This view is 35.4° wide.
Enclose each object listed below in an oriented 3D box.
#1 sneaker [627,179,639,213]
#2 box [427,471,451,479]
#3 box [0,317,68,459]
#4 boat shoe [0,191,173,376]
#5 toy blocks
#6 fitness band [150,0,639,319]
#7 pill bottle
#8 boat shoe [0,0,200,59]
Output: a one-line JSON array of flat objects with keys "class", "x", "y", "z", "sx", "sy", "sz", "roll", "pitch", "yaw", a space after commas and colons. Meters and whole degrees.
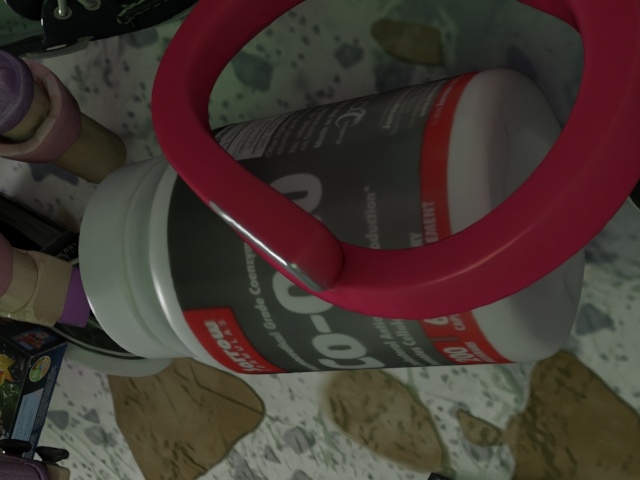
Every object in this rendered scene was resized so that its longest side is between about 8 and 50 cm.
[{"class": "sneaker", "x": 0.234, "y": -0.135, "z": 0.446, "sx": 0.110, "sy": 0.118, "sz": 0.292, "roll": 40, "pitch": 116, "yaw": 40}, {"class": "box", "x": 0.106, "y": 0.227, "z": 0.779, "sx": 0.067, "sy": 0.018, "sz": 0.083, "roll": 19, "pitch": 125, "yaw": 19}, {"class": "box", "x": -0.324, "y": 0.098, "z": 0.816, "sx": 0.233, "sy": 0.044, "sz": 0.159, "roll": 28, "pitch": 112, "yaw": 19}, {"class": "boat shoe", "x": -0.208, "y": 0.031, "z": 0.802, "sx": 0.219, "sy": 0.078, "sz": 0.070, "roll": 29, "pitch": 129, "yaw": 13}, {"class": "toy blocks", "x": -0.315, "y": 0.019, "z": 0.637, "sx": 0.288, "sy": 0.260, "sz": 0.309, "roll": 6, "pitch": 80, "yaw": 16}, {"class": "fitness band", "x": 0.030, "y": -0.079, "z": 0.497, "sx": 0.291, "sy": 0.209, "sz": 0.054, "roll": 40, "pitch": 173, "yaw": 46}, {"class": "pill bottle", "x": 0.000, "y": 0.000, "z": 0.612, "sx": 0.283, "sy": 0.161, "sz": 0.161, "roll": -8, "pitch": 113, "yaw": 32}, {"class": "boat shoe", "x": -0.178, "y": -0.171, "z": 0.656, "sx": 0.302, "sy": 0.091, "sz": 0.114, "roll": -11, "pitch": 112, "yaw": 34}]
